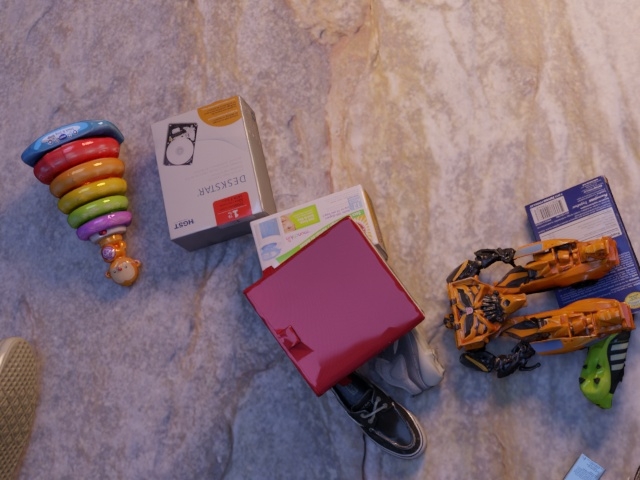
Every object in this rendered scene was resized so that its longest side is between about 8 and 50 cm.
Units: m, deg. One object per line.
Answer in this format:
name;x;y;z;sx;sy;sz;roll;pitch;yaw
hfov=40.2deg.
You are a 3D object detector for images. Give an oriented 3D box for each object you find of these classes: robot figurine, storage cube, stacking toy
robot figurine;0.322;0.095;1.358;0.291;0.085;0.211;-16;70;25
storage cube;0.027;0.095;1.318;0.193;0.183;0.215;-36;83;4
stacking toy;-0.408;-0.056;1.602;0.175;0.166;0.302;-22;85;-2

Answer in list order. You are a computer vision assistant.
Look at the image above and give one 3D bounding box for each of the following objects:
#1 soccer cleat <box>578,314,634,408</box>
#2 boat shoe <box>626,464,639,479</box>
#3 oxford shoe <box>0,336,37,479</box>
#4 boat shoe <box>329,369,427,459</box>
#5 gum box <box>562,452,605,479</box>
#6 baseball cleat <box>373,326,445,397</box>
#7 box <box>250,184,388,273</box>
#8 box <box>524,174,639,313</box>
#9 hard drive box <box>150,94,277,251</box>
soccer cleat;0.445;0.174;1.349;0.060;0.072;0.179;-2;51;46
boat shoe;0.465;0.394;1.221;0.095;0.079;0.254;4;47;32
oxford shoe;-0.605;0.382;1.511;0.130;0.169;0.449;11;83;19
boat shoe;0.077;0.270;1.409;0.219;0.070;0.078;39;87;21
gum box;0.339;0.395;1.259;0.041;0.157;0.184;35;85;20
baseball cleat;0.117;0.158;1.430;0.109;0.072;0.206;-34;66;11
box;0.000;0.000;1.486;0.203;0.103;0.114;-20;71;9
box;0.424;0.024;1.388;0.136;0.036;0.225;-22;67;23
hard drive box;-0.191;-0.120;1.578;0.181;0.089;0.232;-18;72;10
